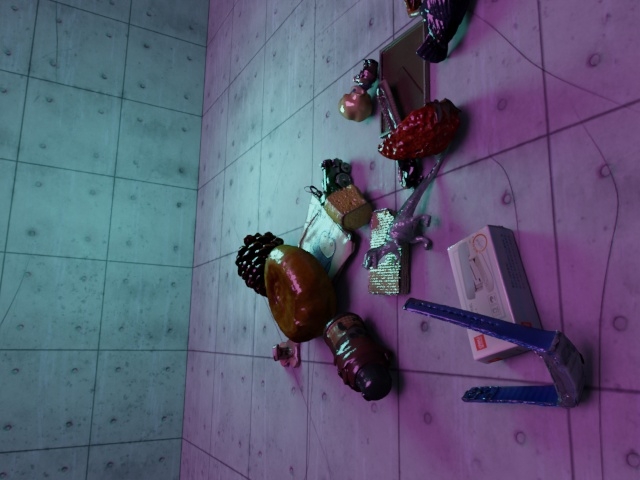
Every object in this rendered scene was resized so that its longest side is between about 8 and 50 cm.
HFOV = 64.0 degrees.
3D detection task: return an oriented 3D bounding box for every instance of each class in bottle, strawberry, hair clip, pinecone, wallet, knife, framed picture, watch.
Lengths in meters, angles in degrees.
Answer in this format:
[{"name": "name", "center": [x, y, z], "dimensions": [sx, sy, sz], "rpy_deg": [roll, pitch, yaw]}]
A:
[{"name": "bottle", "center": [0.115, 0.326, 1.427], "dimensions": [0.156, 0.143, 0.271], "rpy_deg": [-36, 36, 1]}, {"name": "strawberry", "center": [0.253, -0.251, 1.295], "dimensions": [0.111, 0.190, 0.236], "rpy_deg": [59, 142, 5]}, {"name": "hair clip", "center": [-0.121, 0.420, 1.923], "dimensions": [0.138, 0.102, 0.123], "rpy_deg": [83, -176, -70]}, {"name": "pinecone", "center": [-0.209, 0.098, 1.956], "dimensions": [0.224, 0.224, 0.273], "rpy_deg": [-61, 33, 33]}, {"name": "wallet", "center": [0.003, -0.001, 1.747], "dimensions": [0.335, 0.068, 0.275], "rpy_deg": [55, 137, 46]}, {"name": "knife", "center": [0.209, -0.308, 1.459], "dimensions": [0.089, 0.043, 0.365], "rpy_deg": [-42, 54, 48]}, {"name": "framed picture", "center": [0.240, -0.467, 1.494], "dimensions": [0.211, 0.020, 0.290], "rpy_deg": [-16, 70, 59]}, {"name": "watch", "center": [0.331, 0.203, 0.972], "dimensions": [0.274, 0.068, 0.276], "rpy_deg": [-15, 116, 50]}]

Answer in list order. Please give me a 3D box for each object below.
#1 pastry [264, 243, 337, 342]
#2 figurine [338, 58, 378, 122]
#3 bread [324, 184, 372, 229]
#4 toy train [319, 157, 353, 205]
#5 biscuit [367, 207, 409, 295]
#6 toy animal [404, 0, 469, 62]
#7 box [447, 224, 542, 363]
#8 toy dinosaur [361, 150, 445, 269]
[{"name": "pastry", "center": [-0.074, 0.174, 1.698], "dimensions": [0.356, 0.163, 0.356], "rpy_deg": [43, 141, 51]}, {"name": "figurine", "center": [0.126, -0.473, 1.613], "dimensions": [0.114, 0.108, 0.196], "rpy_deg": [30, 107, 54]}, {"name": "bread", "center": [0.089, -0.096, 1.582], "dimensions": [0.114, 0.129, 0.111], "rpy_deg": [52, 171, 46]}, {"name": "toy train", "center": [0.047, -0.189, 1.688], "dimensions": [0.071, 0.104, 0.178], "rpy_deg": [-35, 53, 58]}, {"name": "biscuit", "center": [0.191, 0.032, 1.442], "dimensions": [0.147, 0.046, 0.250], "rpy_deg": [-13, 73, 58]}, {"name": "toy animal", "center": [0.303, -0.615, 1.312], "dimensions": [0.185, 0.122, 0.298], "rpy_deg": [-8, 78, 59]}, {"name": "box", "center": [0.367, 0.112, 1.084], "dimensions": [0.135, 0.079, 0.269], "rpy_deg": [-40, 50, 50]}, {"name": "toy dinosaur", "center": [0.258, -0.056, 1.329], "dimensions": [0.129, 0.076, 0.383], "rpy_deg": [40, 94, 23]}]
